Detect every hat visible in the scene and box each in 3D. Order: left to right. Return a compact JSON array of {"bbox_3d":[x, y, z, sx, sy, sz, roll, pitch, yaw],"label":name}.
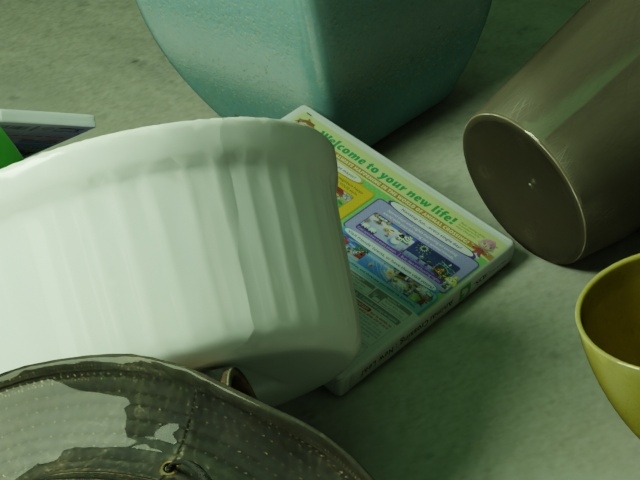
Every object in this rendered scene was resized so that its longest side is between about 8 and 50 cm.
[{"bbox_3d":[-0.123,0.192,0.808,0.331,0.134,0.331,-5,73,17],"label":"hat"}]

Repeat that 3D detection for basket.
[{"bbox_3d":[0.230,-0.094,1.278,0.227,0.204,0.154,-35,-3,-21],"label":"basket"}]

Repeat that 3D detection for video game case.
[{"bbox_3d":[-0.239,-0.075,1.309,0.122,0.011,0.087,-18,-12,42],"label":"video game case"},{"bbox_3d":[0.000,0.000,1.262,0.212,0.023,0.193,35,51,26],"label":"video game case"}]

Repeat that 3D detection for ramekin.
[{"bbox_3d":[-0.108,0.040,1.067,0.277,0.277,0.135,-14,75,-5],"label":"ramekin"}]

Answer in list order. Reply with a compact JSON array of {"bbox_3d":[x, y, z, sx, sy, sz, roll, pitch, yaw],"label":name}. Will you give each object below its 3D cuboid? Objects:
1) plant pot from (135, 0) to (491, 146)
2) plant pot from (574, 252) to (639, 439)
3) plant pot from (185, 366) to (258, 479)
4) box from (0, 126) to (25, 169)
[{"bbox_3d":[0.000,-0.214,1.450,0.248,0.252,0.247,-34,38,-33],"label":"plant pot"},{"bbox_3d":[0.226,0.078,1.057,0.134,0.095,0.134,-8,32,5],"label":"plant pot"},{"bbox_3d":[-0.101,0.171,0.957,0.165,0.167,0.167,-16,31,4],"label":"plant pot"},{"bbox_3d":[-0.349,0.031,1.199,0.231,0.127,0.262,-1,59,14],"label":"box"}]
